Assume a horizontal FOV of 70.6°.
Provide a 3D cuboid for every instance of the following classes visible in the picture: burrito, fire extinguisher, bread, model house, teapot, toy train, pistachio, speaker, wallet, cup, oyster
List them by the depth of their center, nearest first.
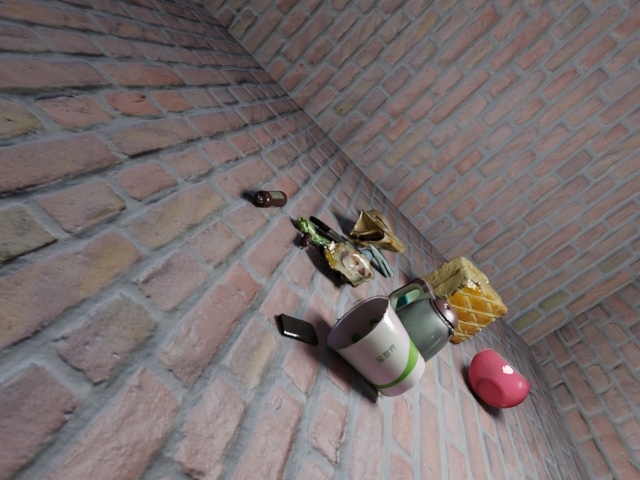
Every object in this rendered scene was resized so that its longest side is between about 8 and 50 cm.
[{"bbox_3d":[-0.069,0.278,1.418,0.157,0.018,0.082,28,29,-42],"label":"wallet"},{"bbox_3d":[0.198,0.358,1.509,0.274,0.253,0.253,50,20,-12],"label":"cup"},{"bbox_3d":[0.378,0.322,1.808,0.233,0.312,0.314,26,30,-49],"label":"teapot"},{"bbox_3d":[-0.229,-0.173,1.855,0.099,0.071,0.231,25,15,21],"label":"fire extinguisher"},{"bbox_3d":[-0.064,0.001,1.879,0.039,0.056,0.132,20,20,0],"label":"fire extinguisher"},{"bbox_3d":[0.121,0.102,1.977,0.361,0.096,0.221,-8,71,-63],"label":"oyster"},{"bbox_3d":[0.000,0.000,2.007,0.288,0.054,0.104,40,24,-23],"label":"burrito"},{"bbox_3d":[0.089,-0.006,2.107,0.317,0.044,0.169,37,2,-41],"label":"wallet"},{"bbox_3d":[0.422,0.313,2.177,0.100,0.149,0.126,-103,-171,-56],"label":"model house"},{"bbox_3d":[0.872,0.670,2.217,0.294,0.294,0.294,40,22,-20],"label":"speaker"},{"bbox_3d":[0.312,0.096,2.332,0.251,0.048,0.055,57,15,-38],"label":"toy train"},{"bbox_3d":[0.738,0.317,2.437,0.390,0.371,0.279,34,24,-31],"label":"bread"},{"bbox_3d":[0.357,-0.094,2.772,0.223,0.126,0.152,49,-15,1],"label":"pistachio"}]

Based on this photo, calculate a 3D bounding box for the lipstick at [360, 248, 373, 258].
[{"bbox_3d":[0.247,0.075,2.342,0.068,0.061,0.274,51,16,11],"label":"lipstick"}]

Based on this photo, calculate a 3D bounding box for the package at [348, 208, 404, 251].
[{"bbox_3d":[0.291,-0.007,2.436,0.221,0.165,0.311,50,14,27],"label":"package"}]
